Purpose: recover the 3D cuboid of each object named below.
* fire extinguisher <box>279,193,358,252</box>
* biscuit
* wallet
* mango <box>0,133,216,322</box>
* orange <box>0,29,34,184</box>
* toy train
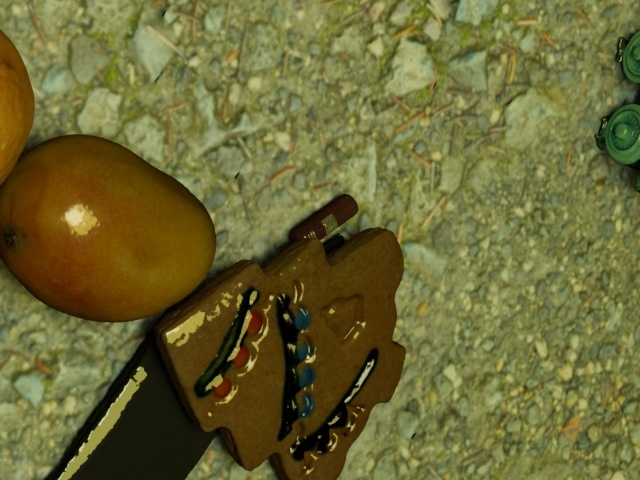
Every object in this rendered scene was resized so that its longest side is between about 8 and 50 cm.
[{"bbox_3d":[-0.004,-0.002,1.760,0.100,0.032,0.046,-37,152,-25],"label":"fire extinguisher"},{"bbox_3d":[-0.033,0.115,1.715,0.301,0.043,0.278,8,99,-42],"label":"biscuit"},{"bbox_3d":[-0.162,0.188,1.671,0.124,0.025,0.244,47,68,-34],"label":"wallet"},{"bbox_3d":[-0.183,-0.003,1.569,0.221,0.120,0.152,32,77,-43],"label":"mango"},{"bbox_3d":[-0.315,-0.107,1.435,0.177,0.155,0.178,-3,95,-28],"label":"orange"},{"bbox_3d":[0.398,-0.144,1.943,0.112,0.163,0.203,13,89,-38],"label":"toy train"}]
